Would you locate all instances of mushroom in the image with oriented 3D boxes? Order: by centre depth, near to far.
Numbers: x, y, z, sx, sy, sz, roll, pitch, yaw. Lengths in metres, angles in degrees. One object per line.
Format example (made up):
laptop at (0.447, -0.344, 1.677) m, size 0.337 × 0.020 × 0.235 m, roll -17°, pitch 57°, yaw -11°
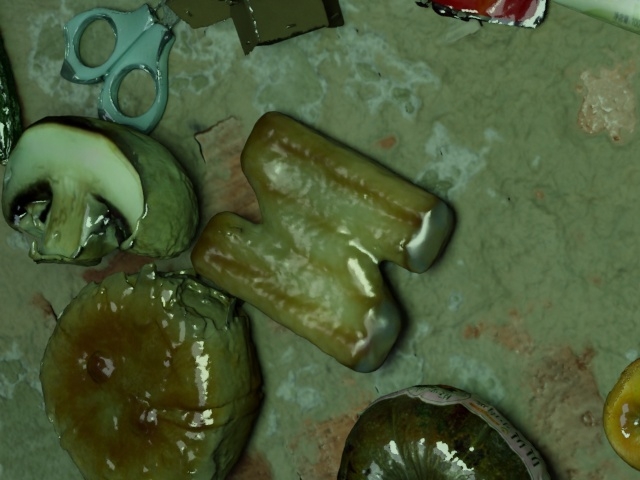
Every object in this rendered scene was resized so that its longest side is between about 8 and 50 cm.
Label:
mushroom at (-0.266, -0.063, 1.877) m, size 0.267 × 0.164 × 0.189 m, roll -5°, pitch 85°, yaw 39°

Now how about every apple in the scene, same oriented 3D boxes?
apple at (0.376, 0.189, 1.581) m, size 0.146 × 0.146 × 0.146 m, roll 4°, pitch 99°, yaw 28°

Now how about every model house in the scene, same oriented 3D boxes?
model house at (-0.109, -0.305, 1.694) m, size 0.176 × 0.248 × 0.180 m, roll -18°, pitch 90°, yaw 23°

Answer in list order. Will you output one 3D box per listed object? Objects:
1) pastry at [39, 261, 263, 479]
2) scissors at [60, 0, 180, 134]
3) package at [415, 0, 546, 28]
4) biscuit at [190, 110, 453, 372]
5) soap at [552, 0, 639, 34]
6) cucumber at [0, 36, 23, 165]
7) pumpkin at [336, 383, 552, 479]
pastry at (-0.223, 0.184, 1.901) m, size 0.330 × 0.136 × 0.329 m, roll 3°, pitch 96°, yaw 30°
scissors at (-0.198, -0.294, 1.881) m, size 0.360 × 0.029 × 0.191 m, roll -43°, pitch 75°, yaw 27°
package at (0.138, -0.354, 1.668) m, size 0.269 × 0.071 × 0.194 m, roll 15°, pitch 112°, yaw 23°
biscuit at (0.000, 0.000, 1.782) m, size 0.291 × 0.062 × 0.236 m, roll 28°, pitch 99°, yaw 21°
soap at (0.366, -0.300, 1.511) m, size 0.199 × 0.138 × 0.182 m, roll 25°, pitch 107°, yaw 24°
cucumber at (-0.459, -0.229, 2.010) m, size 0.077 × 0.077 × 0.265 m, roll -17°, pitch 91°, yaw 29°
pumpkin at (0.132, 0.301, 1.696) m, size 0.260 × 0.189 × 0.260 m, roll 5°, pitch 101°, yaw 29°
